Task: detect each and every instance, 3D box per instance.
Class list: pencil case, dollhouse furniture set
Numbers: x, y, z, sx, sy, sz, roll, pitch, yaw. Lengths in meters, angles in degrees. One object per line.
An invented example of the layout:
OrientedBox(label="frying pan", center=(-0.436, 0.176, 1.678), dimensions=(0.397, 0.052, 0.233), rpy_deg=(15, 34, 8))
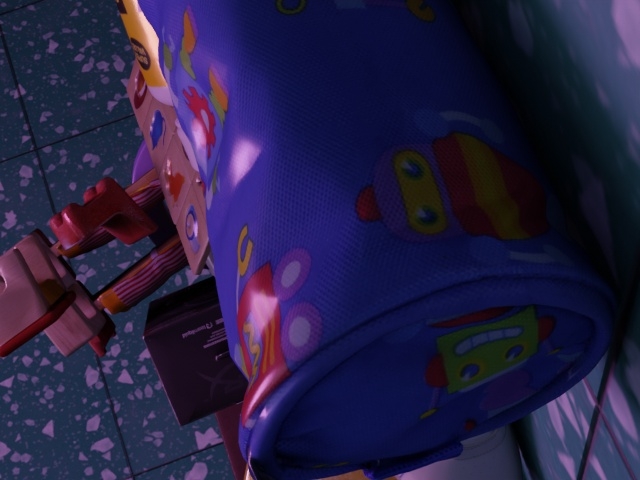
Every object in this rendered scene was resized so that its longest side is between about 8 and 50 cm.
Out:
OrientedBox(label="pencil case", center=(-0.007, -0.056, 0.465), dimensions=(0.133, 0.119, 0.306), rpy_deg=(103, 152, -51))
OrientedBox(label="dollhouse furniture set", center=(-0.204, 0.022, 1.296), dimensions=(0.152, 0.201, 0.374), rpy_deg=(53, -176, -8))

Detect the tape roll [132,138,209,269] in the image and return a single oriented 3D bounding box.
OrientedBox(label="tape roll", center=(-0.128, -0.065, 1.519), dimensions=(0.080, 0.189, 0.189), rpy_deg=(-128, 19, -78))

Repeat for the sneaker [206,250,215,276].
OrientedBox(label="sneaker", center=(-0.093, -0.093, 1.299), dimensions=(0.236, 0.130, 0.323), rpy_deg=(164, 88, -84))

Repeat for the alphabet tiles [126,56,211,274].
OrientedBox(label="alphabet tiles", center=(-0.097, -0.147, 1.062), dimensions=(0.343, 0.011, 0.285), rpy_deg=(66, 147, 33))

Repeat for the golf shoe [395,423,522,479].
OrientedBox(label="golf shoe", center=(0.061, 0.074, 0.617), dimensions=(0.086, 0.069, 0.176), rpy_deg=(-150, 39, -74))

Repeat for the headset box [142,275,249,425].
OrientedBox(label="headset box", center=(-0.079, 0.096, 1.448), dimensions=(0.293, 0.218, 0.110), rpy_deg=(-135, 23, -82))

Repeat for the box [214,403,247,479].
OrientedBox(label="box", center=(-0.026, 0.227, 1.603), dimensions=(0.143, 0.191, 0.381), rpy_deg=(74, 175, -47))

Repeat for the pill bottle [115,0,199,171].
OrientedBox(label="pill bottle", center=(-0.070, -0.158, 0.824), dimensions=(0.119, 0.119, 0.209), rpy_deg=(-123, 13, -72))

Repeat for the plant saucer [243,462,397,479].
OrientedBox(label="plant saucer", center=(-0.004, 0.202, 0.857), dimensions=(0.333, 0.081, 0.333), rpy_deg=(-119, 39, -75))
